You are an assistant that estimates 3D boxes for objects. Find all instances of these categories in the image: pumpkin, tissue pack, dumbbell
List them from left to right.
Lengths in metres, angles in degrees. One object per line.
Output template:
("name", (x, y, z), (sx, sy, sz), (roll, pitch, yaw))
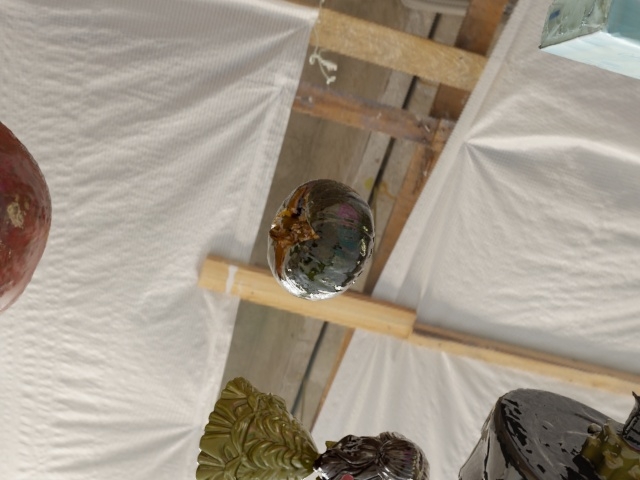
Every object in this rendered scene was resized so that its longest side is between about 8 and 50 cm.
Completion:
("pumpkin", (0.003, 0.001, 1.303), (0.159, 0.238, 0.238), (19, -59, -25))
("dumbbell", (0.146, 0.276, 0.541), (0.185, 0.185, 0.388), (23, -70, -12))
("tissue pack", (0.433, -0.251, 0.878), (0.263, 0.177, 0.089), (14, -84, -10))

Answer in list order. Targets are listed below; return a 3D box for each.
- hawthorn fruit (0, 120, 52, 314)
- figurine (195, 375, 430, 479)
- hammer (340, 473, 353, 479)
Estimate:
("hawthorn fruit", (-0.417, -0.012, 0.717), (0.265, 0.265, 0.307), (23, -30, -12))
("figurine", (0.001, 0.316, 1.005), (0.315, 0.187, 0.168), (6, -58, 21))
("hammer", (0.012, 0.282, 0.745), (0.052, 0.083, 0.031), (22, -46, 23))
